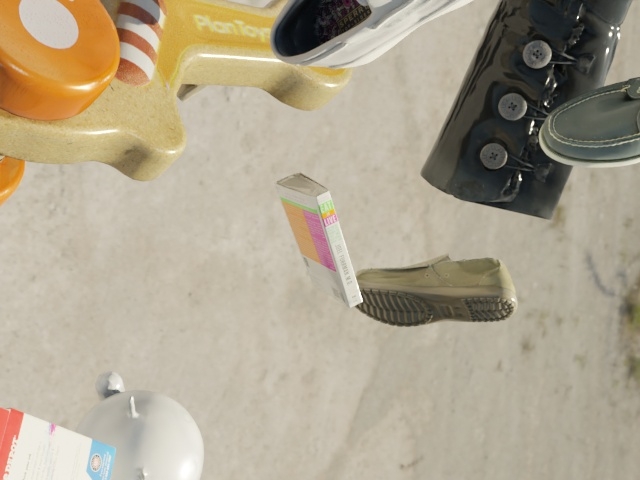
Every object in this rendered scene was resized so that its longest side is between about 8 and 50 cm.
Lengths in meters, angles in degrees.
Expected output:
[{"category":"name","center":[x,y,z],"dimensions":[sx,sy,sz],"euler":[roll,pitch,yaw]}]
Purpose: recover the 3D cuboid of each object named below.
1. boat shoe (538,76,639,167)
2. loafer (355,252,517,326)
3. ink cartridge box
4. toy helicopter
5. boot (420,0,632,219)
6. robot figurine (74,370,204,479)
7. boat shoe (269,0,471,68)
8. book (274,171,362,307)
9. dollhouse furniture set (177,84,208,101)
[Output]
[{"category":"boat shoe","center":[0.427,-0.176,1.226],"dimensions":[0.099,0.320,0.116],"euler":[64,18,-60]},{"category":"loafer","center":[0.172,0.073,1.546],"dimensions":[0.102,0.269,0.092],"euler":[74,25,-48]},{"category":"ink cartridge box","center":[-0.379,0.297,1.261],"dimensions":[0.231,0.078,0.134],"euler":[36,52,-43]},{"category":"toy helicopter","center":[-0.119,-0.145,0.630],"dimensions":[0.355,0.140,0.235],"euler":[-3,64,-46]},{"category":"boot","center":[0.239,-0.280,1.451],"dimensions":[0.146,0.367,0.445],"euler":[-54,164,-57]},{"category":"robot figurine","center":[-0.286,0.354,1.556],"dimensions":[0.200,0.300,0.353],"euler":[-20,159,-19]},{"category":"boat shoe","center":[0.034,-0.145,0.532],"dimensions":[0.063,0.184,0.066],"euler":[-19,89,-38]},{"category":"book","center":[0.000,0.000,1.163],"dimensions":[0.035,0.096,0.144],"euler":[-26,116,-18]},{"category":"dollhouse furniture set","center":[-0.262,-0.523,1.731],"dimensions":[0.256,0.394,0.362],"euler":[-31,132,13]}]
